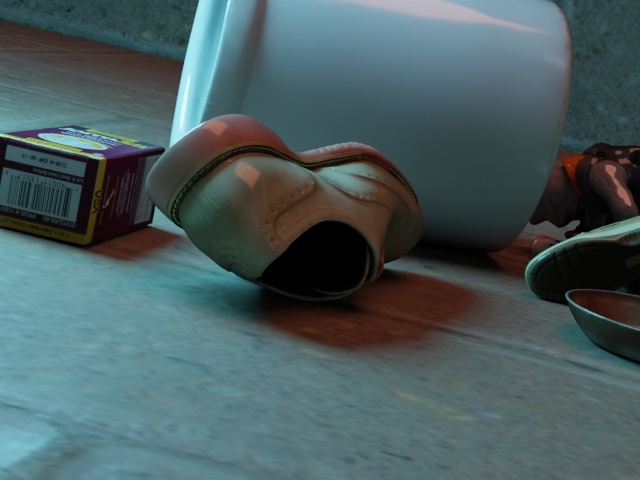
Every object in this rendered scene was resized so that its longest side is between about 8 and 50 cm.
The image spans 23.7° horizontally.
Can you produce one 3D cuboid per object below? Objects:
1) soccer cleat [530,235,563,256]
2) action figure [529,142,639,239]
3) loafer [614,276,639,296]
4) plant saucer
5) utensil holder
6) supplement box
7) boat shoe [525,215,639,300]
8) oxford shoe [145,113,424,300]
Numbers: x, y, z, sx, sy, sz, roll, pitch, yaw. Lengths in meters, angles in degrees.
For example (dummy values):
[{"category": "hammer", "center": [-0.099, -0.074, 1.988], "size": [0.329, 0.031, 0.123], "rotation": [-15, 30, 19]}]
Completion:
[{"category": "soccer cleat", "center": [0.286, 0.012, 1.840], "size": [0.083, 0.029, 0.036], "rotation": [9, 4, -45]}, {"category": "action figure", "center": [0.421, -0.062, 1.873], "size": [0.330, 0.178, 0.341], "rotation": [-4, -1, 6]}, {"category": "loafer", "center": [0.359, 0.039, 1.607], "size": [0.080, 0.078, 0.220], "rotation": [7, 11, -30]}, {"category": "plant saucer", "center": [0.318, 0.088, 1.396], "size": [0.199, 0.036, 0.198], "rotation": [12, 8, -2]}, {"category": "utensil holder", "center": [0.050, -0.173, 1.729], "size": [0.386, 0.327, 0.327], "rotation": [11, 9, -12]}, {"category": "supplement box", "center": [-0.224, -0.054, 1.404], "size": [0.104, 0.080, 0.188], "rotation": [14, 9, 9]}, {"category": "boat shoe", "center": [0.300, 0.012, 1.582], "size": [0.190, 0.068, 0.072], "rotation": [-14, 20, -3]}, {"category": "oxford shoe", "center": [0.000, 0.000, 1.354], "size": [0.146, 0.140, 0.397], "rotation": [51, 21, 22]}]
